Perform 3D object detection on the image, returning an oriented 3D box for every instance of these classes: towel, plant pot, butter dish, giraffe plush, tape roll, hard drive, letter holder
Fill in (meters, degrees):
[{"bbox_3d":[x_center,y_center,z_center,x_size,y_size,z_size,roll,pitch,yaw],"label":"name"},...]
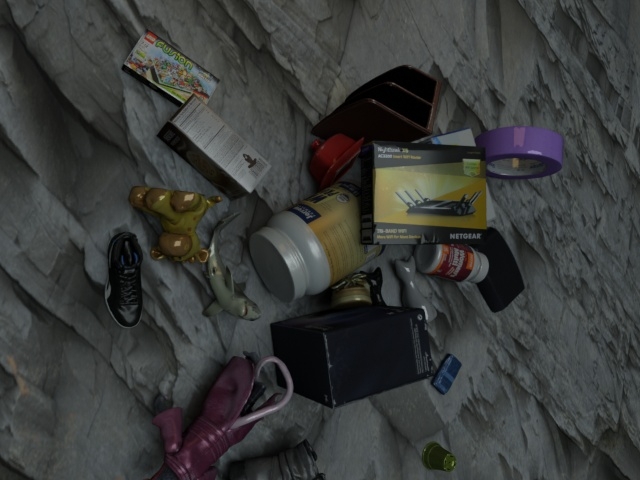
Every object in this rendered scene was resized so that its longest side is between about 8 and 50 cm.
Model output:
[{"bbox_3d":[0.398,0.419,1.644,0.067,0.029,0.119,45,66,-19],"label":"towel"},{"bbox_3d":[0.362,0.657,1.573,0.083,0.079,0.083,3,84,-28],"label":"plant pot"},{"bbox_3d":[0.024,-0.231,1.442,0.118,0.160,0.160,43,65,6],"label":"butter dish"},{"bbox_3d":[-0.334,-0.030,1.218,0.210,0.181,0.171,1,96,-63],"label":"giraffe plush"},{"bbox_3d":[0.636,-0.278,1.699,0.274,0.274,0.090,12,79,-28],"label":"tape roll"},{"bbox_3d":[0.594,0.097,1.768,0.172,0.054,0.255,-34,102,-27],"label":"hard drive"},{"bbox_3d":[0.134,-0.354,1.408,0.214,0.301,0.152,19,76,-26],"label":"letter holder"}]

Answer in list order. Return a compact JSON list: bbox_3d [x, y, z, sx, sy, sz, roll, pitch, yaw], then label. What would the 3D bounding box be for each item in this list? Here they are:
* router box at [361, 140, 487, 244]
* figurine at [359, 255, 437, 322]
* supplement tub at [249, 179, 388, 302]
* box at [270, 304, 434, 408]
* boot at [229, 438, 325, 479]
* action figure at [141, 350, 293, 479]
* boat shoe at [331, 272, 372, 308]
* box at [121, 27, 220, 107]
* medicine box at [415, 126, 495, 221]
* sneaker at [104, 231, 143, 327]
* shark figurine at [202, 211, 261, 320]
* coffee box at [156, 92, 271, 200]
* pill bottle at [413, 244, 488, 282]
[{"bbox_3d":[0.253,-0.110,1.279,0.308,0.081,0.243,-1,89,-17],"label":"router box"},{"bbox_3d":[0.224,0.162,1.541,0.214,0.092,0.210,-18,90,-30],"label":"figurine"},{"bbox_3d":[0.000,0.000,1.343,0.316,0.228,0.228,-30,100,-29],"label":"supplement tub"},{"bbox_3d":[0.070,0.271,1.319,0.293,0.296,0.183,-9,90,-30],"label":"box"},{"bbox_3d":[-0.079,0.670,1.252,0.222,0.118,0.339,-11,89,-7],"label":"boot"},{"bbox_3d":[-0.236,0.443,1.162,0.370,0.275,0.248,-44,113,-39],"label":"action figure"},{"bbox_3d":[0.077,0.128,1.366,0.104,0.285,0.089,-5,85,1],"label":"boat shoe"},{"bbox_3d":[-0.363,-0.407,1.285,0.207,0.036,0.114,31,71,-23],"label":"box"},{"bbox_3d":[0.316,-0.150,1.498,0.149,0.289,0.264,-20,96,-27],"label":"medicine box"},{"bbox_3d":[-0.430,0.088,1.154,0.079,0.121,0.217,-6,89,-29],"label":"sneaker"},{"bbox_3d":[-0.225,0.081,1.304,0.116,0.166,0.278,2,65,-54],"label":"shark figurine"},{"bbox_3d":[-0.258,-0.218,1.269,0.246,0.141,0.098,42,68,-19],"label":"coffee box"},{"bbox_3d":[0.408,0.063,1.628,0.221,0.121,0.121,15,79,-27],"label":"pill bottle"}]
